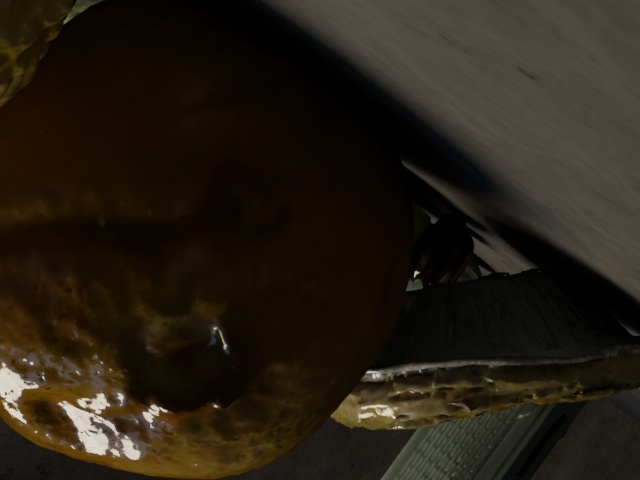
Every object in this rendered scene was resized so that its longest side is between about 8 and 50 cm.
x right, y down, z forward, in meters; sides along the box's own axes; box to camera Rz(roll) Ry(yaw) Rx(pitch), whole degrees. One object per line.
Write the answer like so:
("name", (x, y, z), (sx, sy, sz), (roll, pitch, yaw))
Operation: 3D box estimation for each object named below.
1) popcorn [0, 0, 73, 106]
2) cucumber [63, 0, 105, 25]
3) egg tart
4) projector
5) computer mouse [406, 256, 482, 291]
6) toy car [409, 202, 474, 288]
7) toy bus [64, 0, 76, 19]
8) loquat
("popcorn", (-0.183, -0.122, 0.513), (0.180, 0.180, 0.170), (34, 141, 36))
("cucumber", (-0.217, -0.193, 0.865), (0.241, 0.074, 0.074), (37, -178, 38))
("egg tart", (0.107, 0.070, 0.823), (0.234, 0.094, 0.234), (-6, 172, -1))
("projector", (0.179, 0.192, 1.255), (0.099, 0.257, 0.192), (36, 180, 21))
("computer mouse", (-0.013, -0.017, 1.203), (0.379, 0.090, 0.167), (26, -179, -12))
("toy car", (0.000, 0.000, 0.955), (0.200, 0.142, 0.248), (33, -179, 14))
("toy bus", (-0.246, -0.206, 0.716), (0.261, 0.091, 0.109), (35, -169, 15))
("loquat", (-0.090, -0.001, 0.712), (0.276, 0.276, 0.284), (34, -177, -32))
